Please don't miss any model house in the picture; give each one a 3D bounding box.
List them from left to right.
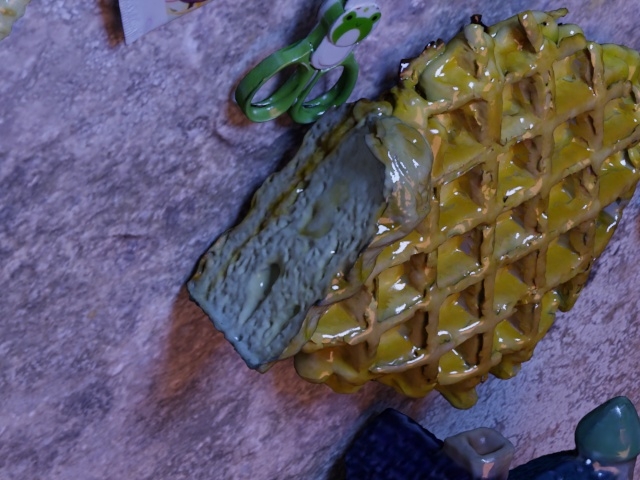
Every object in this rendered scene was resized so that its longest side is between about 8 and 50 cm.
[{"bbox_3d":[0.165,0.270,1.788,0.298,0.243,0.284,-20,135,-31],"label":"model house"}]

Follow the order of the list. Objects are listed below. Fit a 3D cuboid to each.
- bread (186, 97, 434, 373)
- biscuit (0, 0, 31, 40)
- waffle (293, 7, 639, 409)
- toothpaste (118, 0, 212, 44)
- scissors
[{"bbox_3d":[0.000,0.000,1.429,0.088,0.128,0.232,22,115,-42],"label":"bread"},{"bbox_3d":[-0.270,-0.108,1.162,0.203,0.016,0.144,-52,144,5],"label":"biscuit"},{"bbox_3d":[0.132,-0.021,1.609,0.380,0.095,0.382,16,110,-50],"label":"waffle"},{"bbox_3d":[-0.005,-0.230,1.294,0.314,0.056,0.058,-30,104,-19],"label":"toothpaste"},{"bbox_3d":[0.019,-0.161,1.364,0.101,0.027,0.204,-4,141,-46],"label":"scissors"}]
